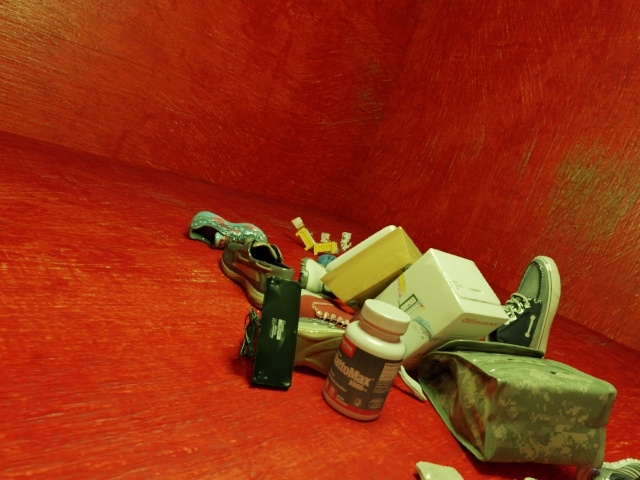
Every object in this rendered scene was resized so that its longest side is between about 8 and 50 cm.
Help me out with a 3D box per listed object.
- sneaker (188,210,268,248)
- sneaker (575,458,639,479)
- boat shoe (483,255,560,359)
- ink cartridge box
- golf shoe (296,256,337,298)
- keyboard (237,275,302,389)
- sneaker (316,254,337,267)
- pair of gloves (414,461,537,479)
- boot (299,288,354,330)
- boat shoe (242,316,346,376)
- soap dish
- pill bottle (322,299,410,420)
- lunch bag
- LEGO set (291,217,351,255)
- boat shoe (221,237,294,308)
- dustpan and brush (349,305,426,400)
[{"bbox_3d":[-0.302,-0.002,1.448,0.262,0.104,0.125,16,27,1],"label":"sneaker"},{"bbox_3d":[0.528,0.423,0.771,0.171,0.063,0.075,12,11,-17],"label":"sneaker"},{"bbox_3d":[0.584,0.208,1.317,0.158,0.340,0.127,8,1,-12],"label":"boat shoe"},{"bbox_3d":[0.254,0.163,1.008,0.171,0.232,0.168,14,41,-38],"label":"ink cartridge box"},{"bbox_3d":[0.011,0.107,1.191,0.120,0.105,0.273,10,-4,15],"label":"golf shoe"},{"bbox_3d":[-0.089,0.153,0.772,0.100,0.191,0.038,20,-30,-25],"label":"keyboard"},{"bbox_3d":[0.023,0.094,1.573,0.082,0.069,0.209,9,13,-28],"label":"sneaker"},{"bbox_3d":[0.256,0.370,0.574,0.240,0.042,0.204,18,10,-9],"label":"pair of gloves"},{"bbox_3d":[0.018,0.185,1.007,0.176,0.088,0.244,27,8,31],"label":"boot"},{"bbox_3d":[-0.005,0.195,0.854,0.286,0.102,0.092,12,15,-12],"label":"boat shoe"},{"bbox_3d":[0.165,0.108,1.137,0.291,0.229,0.118,42,19,-51],"label":"soap dish"},{"bbox_3d":[0.082,0.198,0.762,0.108,0.180,0.108,19,9,-3],"label":"pill bottle"},{"bbox_3d":[0.346,0.285,0.856,0.236,0.168,0.287,10,1,-12],"label":"lunch bag"},{"bbox_3d":[0.000,0.000,1.922,0.287,0.132,0.107,18,-1,29],"label":"LEGO set"},{"bbox_3d":[-0.155,0.064,1.184,0.132,0.130,0.355,13,12,-37],"label":"boat shoe"},{"bbox_3d":[0.142,0.232,0.906,0.211,0.060,0.147,41,-32,7],"label":"dustpan and brush"}]
